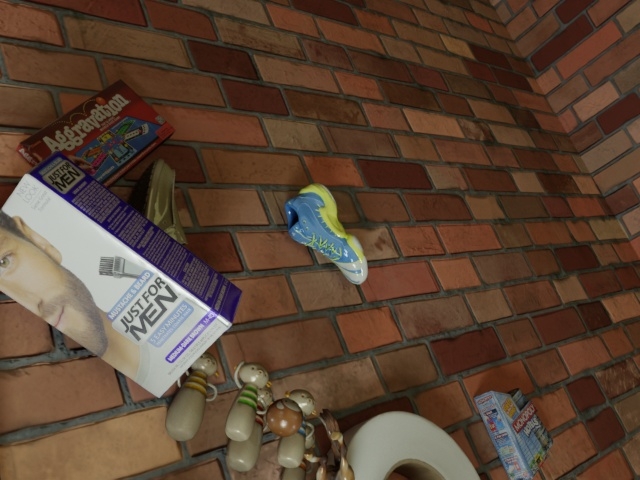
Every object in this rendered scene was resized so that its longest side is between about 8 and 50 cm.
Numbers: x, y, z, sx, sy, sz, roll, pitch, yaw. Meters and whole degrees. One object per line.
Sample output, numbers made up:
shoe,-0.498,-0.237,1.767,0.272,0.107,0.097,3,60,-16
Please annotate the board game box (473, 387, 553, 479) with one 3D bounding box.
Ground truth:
board game box,0.444,0.416,1.481,0.194,0.060,0.194,-22,78,-49

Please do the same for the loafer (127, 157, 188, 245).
loafer,-0.276,-0.013,1.104,0.092,0.102,0.269,19,59,-34

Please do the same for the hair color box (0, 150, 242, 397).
hair color box,-0.304,0.055,0.937,0.339,0.185,0.110,39,21,-13

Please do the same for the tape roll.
tape roll,0.163,0.500,1.147,0.392,0.072,0.392,25,46,-29

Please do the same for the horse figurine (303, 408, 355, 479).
horse figurine,-0.001,0.395,0.974,0.174,0.066,0.263,71,33,-45

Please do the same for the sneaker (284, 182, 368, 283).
sneaker,0.000,0.000,1.374,0.126,0.091,0.240,-23,78,-30

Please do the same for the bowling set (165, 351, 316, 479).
bowling set,-0.073,0.265,1.013,0.287,0.200,0.154,38,40,-22

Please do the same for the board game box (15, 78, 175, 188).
board game box,-0.393,-0.182,1.170,0.145,0.027,0.281,42,41,-9
